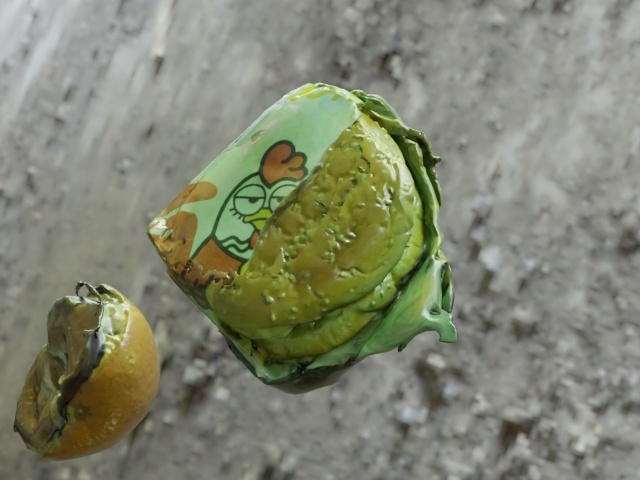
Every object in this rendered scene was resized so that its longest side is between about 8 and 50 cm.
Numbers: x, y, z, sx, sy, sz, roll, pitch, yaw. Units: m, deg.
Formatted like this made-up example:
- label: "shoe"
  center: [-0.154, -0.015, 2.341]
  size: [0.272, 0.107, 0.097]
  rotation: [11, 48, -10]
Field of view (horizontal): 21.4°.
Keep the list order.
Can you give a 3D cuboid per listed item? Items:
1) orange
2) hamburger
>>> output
- label: "orange"
  center: [-0.199, 0.120, 1.492]
  size: [0.170, 0.112, 0.160]
  rotation: [164, 119, -75]
- label: "hamburger"
  center: [0.002, 0.003, 1.221]
  size: [0.214, 0.125, 0.235]
  rotation: [-43, 54, 5]
